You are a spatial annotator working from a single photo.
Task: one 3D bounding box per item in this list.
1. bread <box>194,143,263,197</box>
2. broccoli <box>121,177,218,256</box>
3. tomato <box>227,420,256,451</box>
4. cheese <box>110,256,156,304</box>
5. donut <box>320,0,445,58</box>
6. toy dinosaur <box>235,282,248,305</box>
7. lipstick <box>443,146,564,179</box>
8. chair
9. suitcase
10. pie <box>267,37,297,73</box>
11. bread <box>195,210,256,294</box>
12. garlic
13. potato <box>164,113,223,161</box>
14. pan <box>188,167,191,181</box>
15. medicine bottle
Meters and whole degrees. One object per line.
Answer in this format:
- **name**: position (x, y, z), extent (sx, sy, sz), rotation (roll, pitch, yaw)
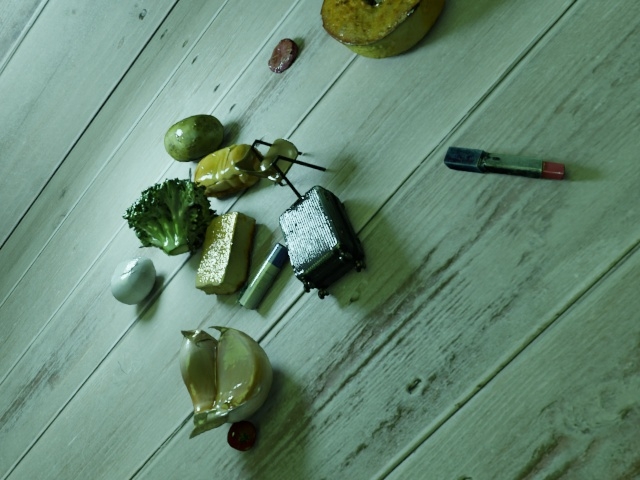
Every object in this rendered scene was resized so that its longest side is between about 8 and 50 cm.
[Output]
- **bread**: position (-0.357, -0.261, 2.021), extent (0.294, 0.132, 0.167), rotation (-12, 55, 39)
- **broccoli**: position (-0.549, -0.074, 1.969), extent (0.324, 0.333, 0.272), rotation (143, 112, -78)
- **tomato**: position (-0.229, 0.563, 1.529), extent (0.075, 0.087, 0.087), rotation (-17, 54, 68)
- **cheese**: position (-0.764, 0.170, 2.150), extent (0.198, 0.154, 0.189), rotation (-19, 40, 39)
- **donut**: position (0.216, -0.764, 1.739), extent (0.434, 0.163, 0.378), rotation (-14, 62, 35)
- **toy dinosaur**: position (-0.258, 0.182, 1.778), extent (0.047, 0.030, 0.083), rotation (16, 80, 43)
- **lipstick**: position (0.457, -0.189, 1.313), extent (0.312, 0.051, 0.051), rotation (16, 80, 43)
- **chair**: position (-0.141, -0.250, 1.738), extent (0.172, 0.246, 0.158), rotation (-55, 45, 5)
- **suitcase**: position (0.000, 0.000, 1.568), extent (0.202, 0.128, 0.312), rotation (-40, 48, 20)
- **pie**: position (-0.155, -0.753, 2.148), extent (0.153, 0.038, 0.154), rotation (-19, 59, 36)
- **bread**: position (-0.333, 0.049, 1.859), extent (0.184, 0.114, 0.275), rotation (-10, 62, 42)
- **garlic**: position (-0.295, 0.404, 1.567), extent (0.286, 0.249, 0.313), rotation (-48, 41, 35)
- **potato**: position (-0.544, -0.427, 2.228), extent (0.307, 0.210, 0.173), rotation (-17, 100, 44)
- **pan**: position (-0.531, -0.199, 2.201), extent (0.128, 0.048, 0.202), rotation (12, 79, 43)
- **medicine bottle**: position (-0.180, 0.117, 1.721), extent (0.059, 0.059, 0.231), rotation (37, 95, 45)
